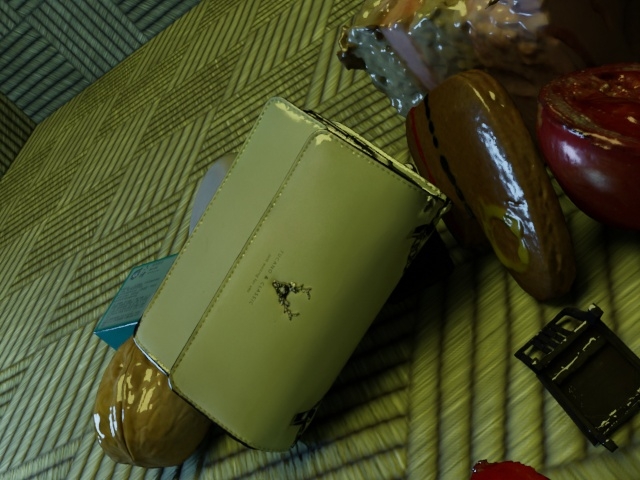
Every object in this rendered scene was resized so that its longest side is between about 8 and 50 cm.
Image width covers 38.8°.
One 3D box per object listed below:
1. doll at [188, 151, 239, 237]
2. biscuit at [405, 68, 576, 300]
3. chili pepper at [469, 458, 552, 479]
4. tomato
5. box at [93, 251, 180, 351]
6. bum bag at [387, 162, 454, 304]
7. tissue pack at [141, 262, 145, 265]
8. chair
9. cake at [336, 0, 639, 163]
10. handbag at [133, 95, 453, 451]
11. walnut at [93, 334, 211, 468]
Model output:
[{"bbox_3d":[-0.077,-0.022,1.361,0.251,0.221,0.221,-69,23,15],"label":"doll"},{"bbox_3d":[0.177,-0.053,1.033,0.052,0.262,0.277,-20,1,-12],"label":"biscuit"},{"bbox_3d":[0.191,0.272,0.641,0.110,0.110,0.387,-40,26,8],"label":"chili pepper"},{"bbox_3d":[0.321,-0.087,0.921,0.233,0.139,0.200,-22,40,-36],"label":"tomato"},{"bbox_3d":[-0.247,0.104,1.502,0.245,0.092,0.153,-16,39,45],"label":"box"},{"bbox_3d":[0.103,-0.010,1.150,0.109,0.026,0.159,-30,68,39],"label":"bum bag"},{"bbox_3d":[-0.329,0.097,1.698,0.085,0.028,0.138,-51,32,-5],"label":"tissue pack"},{"bbox_3d":[0.244,0.120,0.835,0.084,0.101,0.212,-42,-10,2],"label":"chair"},{"bbox_3d":[0.252,-0.282,1.151,0.307,0.293,0.314,-2,53,49],"label":"cake"},{"bbox_3d":[-0.036,0.041,1.078,0.237,0.160,0.358,37,101,27],"label":"handbag"},{"bbox_3d":[-0.222,0.215,1.240,0.165,0.165,0.197,-29,30,28],"label":"walnut"}]
